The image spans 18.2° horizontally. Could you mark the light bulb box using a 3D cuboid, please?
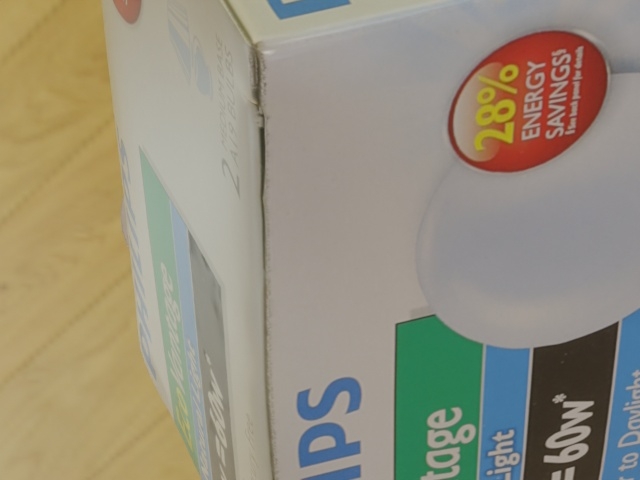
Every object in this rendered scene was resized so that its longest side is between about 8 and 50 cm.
[{"bbox_3d":[0.103,-0.048,0.922,0.225,0.361,0.358,-121,21,-44],"label":"light bulb box"}]

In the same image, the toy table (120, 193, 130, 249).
[{"bbox_3d":[0.000,0.000,1.493,0.274,0.161,0.252,20,74,47],"label":"toy table"}]
